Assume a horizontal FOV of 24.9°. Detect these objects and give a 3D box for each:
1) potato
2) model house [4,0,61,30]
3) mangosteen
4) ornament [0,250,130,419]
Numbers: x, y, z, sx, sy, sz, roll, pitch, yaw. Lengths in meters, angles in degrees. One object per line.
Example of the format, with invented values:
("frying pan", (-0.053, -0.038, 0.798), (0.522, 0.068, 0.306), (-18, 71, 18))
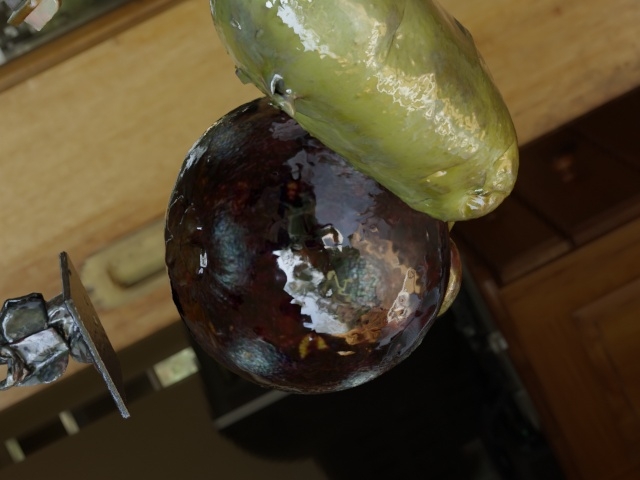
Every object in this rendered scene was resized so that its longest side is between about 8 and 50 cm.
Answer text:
("potato", (0.022, -0.074, 0.601), (0.188, 0.085, 0.105), (41, -163, -40))
("model house", (-0.081, -0.297, 0.793), (0.169, 0.326, 0.244), (32, 143, -15))
("mangosteen", (0.000, 0.000, 1.298), (0.288, 0.288, 0.288), (63, 178, 4))
("ornament", (-0.331, 0.132, 1.579), (0.166, 0.196, 0.153), (-121, 9, -69))
